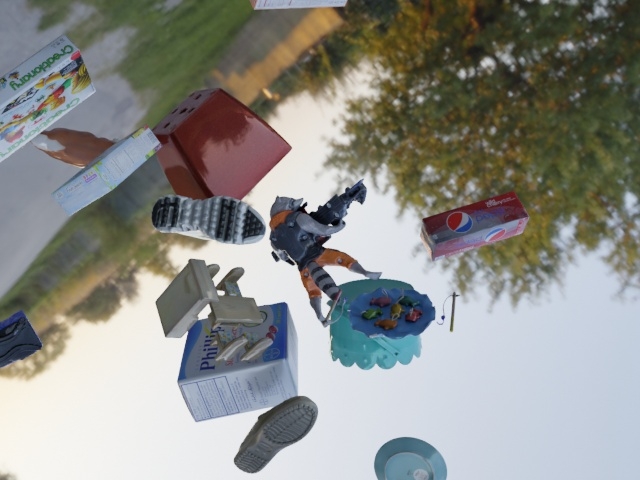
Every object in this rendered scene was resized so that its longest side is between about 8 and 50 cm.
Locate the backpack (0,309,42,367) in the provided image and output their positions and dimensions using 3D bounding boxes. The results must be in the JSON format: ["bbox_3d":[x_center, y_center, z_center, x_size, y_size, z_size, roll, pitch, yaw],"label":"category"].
[{"bbox_3d":[-0.698,0.224,1.562,0.120,0.098,0.101,-31,-158,-22],"label":"backpack"}]

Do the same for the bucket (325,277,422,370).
[{"bbox_3d":[0.146,0.226,1.961,0.280,0.183,0.281,-5,-167,1],"label":"bucket"}]

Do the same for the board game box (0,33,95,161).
[{"bbox_3d":[-0.610,-0.273,1.431,0.305,0.053,0.193,-42,176,-14],"label":"board game box"}]

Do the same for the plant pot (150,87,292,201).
[{"bbox_3d":[-0.286,-0.246,1.822,0.267,0.236,0.267,-47,-152,-18],"label":"plant pot"}]

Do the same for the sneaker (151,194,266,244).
[{"bbox_3d":[-0.249,-0.045,1.648,0.118,0.291,0.110,33,70,-65],"label":"sneaker"}]

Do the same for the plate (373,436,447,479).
[{"bbox_3d":[0.225,0.584,1.772,0.188,0.188,0.024,-38,-176,21],"label":"plate"}]

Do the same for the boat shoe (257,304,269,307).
[{"bbox_3d":[-0.211,0.210,2.107,0.152,0.049,0.056,-1,-171,21],"label":"boat shoe"}]

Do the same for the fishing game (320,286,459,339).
[{"bbox_3d":[0.140,0.137,1.412,0.263,0.041,0.189,3,-151,18],"label":"fishing game"}]

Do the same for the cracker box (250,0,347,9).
[{"bbox_3d":[-0.063,-0.587,1.537,0.232,0.156,0.067,-11,154,-28],"label":"cracker box"}]

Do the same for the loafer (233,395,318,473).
[{"bbox_3d":[-0.110,0.443,1.660,0.268,0.102,0.092,-43,-158,21],"label":"loafer"}]

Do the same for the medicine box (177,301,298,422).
[{"bbox_3d":[-0.212,0.321,1.885,0.289,0.149,0.264,-12,-151,4],"label":"medicine box"}]

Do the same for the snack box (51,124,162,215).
[{"bbox_3d":[-0.482,-0.161,1.589,0.174,0.070,0.207,-22,-156,36],"label":"snack box"}]

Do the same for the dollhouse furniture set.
[{"bbox_3d":[-0.225,0.142,1.607,0.161,0.242,0.212,-45,-126,31],"label":"dollhouse furniture set"}]

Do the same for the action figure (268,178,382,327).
[{"bbox_3d":[0.000,0.000,1.755,0.341,0.330,0.178,-48,164,25],"label":"action figure"}]

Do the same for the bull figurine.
[{"bbox_3d":[-0.675,-0.262,1.942,0.188,0.310,0.101,-33,142,-77],"label":"bull figurine"}]

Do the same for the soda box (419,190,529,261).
[{"bbox_3d":[0.395,-0.037,1.810,0.263,0.092,0.083,-16,147,-9],"label":"soda box"}]
